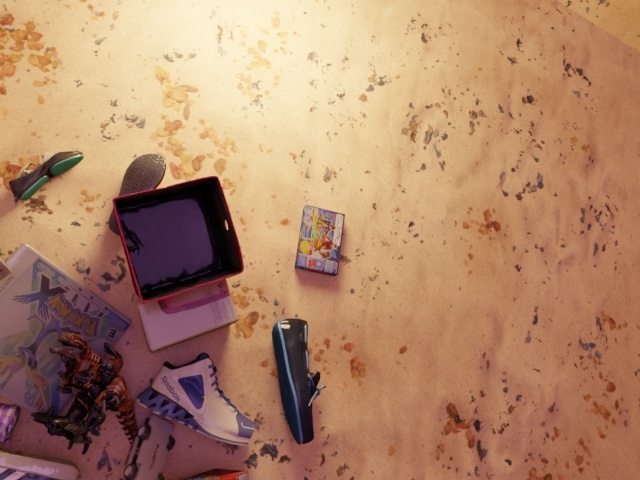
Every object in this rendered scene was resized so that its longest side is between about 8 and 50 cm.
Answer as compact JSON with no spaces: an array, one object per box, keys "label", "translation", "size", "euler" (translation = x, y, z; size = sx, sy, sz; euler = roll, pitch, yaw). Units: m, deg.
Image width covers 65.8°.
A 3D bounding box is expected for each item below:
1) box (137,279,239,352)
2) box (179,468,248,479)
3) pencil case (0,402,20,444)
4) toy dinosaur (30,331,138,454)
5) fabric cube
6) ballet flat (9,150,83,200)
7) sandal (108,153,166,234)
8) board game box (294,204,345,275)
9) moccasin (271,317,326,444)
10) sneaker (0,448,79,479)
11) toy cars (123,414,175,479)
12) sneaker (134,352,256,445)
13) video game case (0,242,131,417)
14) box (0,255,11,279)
[{"label":"box","translation":[-0.353,0.198,1.314],"size":[0.232,0.148,0.127],"euler":[-17,82,-23]},{"label":"box","translation":[-0.293,0.637,1.169],"size":[0.256,0.122,0.128],"euler":[16,65,-58]},{"label":"pencil case","translation":[-0.806,0.409,1.137],"size":[0.205,0.086,0.088],"euler":[16,84,-13]},{"label":"toy dinosaur","translation":[-0.541,0.377,1.192],"size":[0.322,0.164,0.218],"euler":[46,46,-7]},{"label":"fabric cube","translation":[-0.373,-0.003,1.275],"size":[0.258,0.258,0.254],"euler":[-17,94,-22]},{"label":"ballet flat","translation":[-0.737,-0.193,1.322],"size":[0.074,0.074,0.203],"euler":[47,69,-3]},{"label":"sandal","translation":[-0.521,-0.134,1.398],"size":[0.097,0.054,0.255],"euler":[26,79,-4]},{"label":"board game box","translation":[0.000,0.000,1.550],"size":[0.136,0.035,0.202],"euler":[13,73,-16]},{"label":"moccasin","translation":[-0.047,0.384,1.383],"size":[0.116,0.137,0.343],"euler":[-4,79,-25]},{"label":"sneaker","translation":[-0.740,0.540,1.099],"size":[0.349,0.131,0.148],"euler":[20,66,-14]},{"label":"toy cars","translation":[-0.405,0.637,1.211],"size":[0.176,0.087,0.394],"euler":[-3,74,-63]},{"label":"sneaker","translation":[-0.297,0.400,1.294],"size":[0.315,0.127,0.182],"euler":[27,71,-10]},{"label":"video game case","translation":[-0.676,0.223,1.182],"size":[0.329,0.036,0.300],"euler":[49,64,-31]},{"label":"box","translation":[-0.836,-0.025,1.090],"size":[0.121,0.148,0.311],"euler":[-39,63,-22]}]
